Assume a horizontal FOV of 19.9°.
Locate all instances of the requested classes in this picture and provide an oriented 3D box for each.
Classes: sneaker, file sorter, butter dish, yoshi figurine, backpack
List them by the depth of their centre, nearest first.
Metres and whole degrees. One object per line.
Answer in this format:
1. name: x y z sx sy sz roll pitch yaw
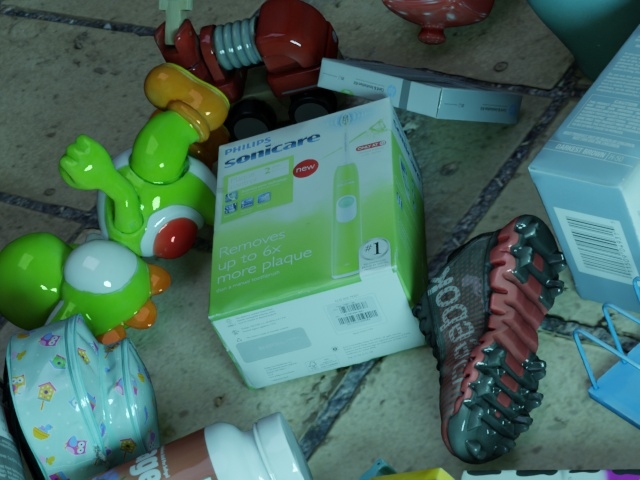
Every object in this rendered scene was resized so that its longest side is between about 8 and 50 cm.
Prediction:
1. file sorter: 0.334 0.085 1.682 0.170 0.104 0.118 -39 40 -15
2. sneaker: 0.150 0.101 1.776 0.135 0.097 0.276 -12 46 35
3. backpack: -0.241 0.170 1.839 0.144 0.188 0.166 -21 38 8
4. yoshi figurine: -0.252 -0.025 2.068 0.203 0.203 0.362 -4 52 51
5. butter dish: 0.141 -0.296 2.210 0.160 0.160 0.118 7 88 31

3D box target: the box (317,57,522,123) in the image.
1. box: 0.112 -0.170 2.075 0.186 0.038 0.145 20 14 41

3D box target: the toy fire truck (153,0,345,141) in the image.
1. toy fire truck: -0.102 -0.252 2.188 0.217 0.246 0.158 -12 41 18

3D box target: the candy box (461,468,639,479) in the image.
1. candy box: 0.222 0.277 1.555 0.233 0.071 0.159 -3 45 26

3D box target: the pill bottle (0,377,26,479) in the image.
1. pill bottle: -0.382 0.216 1.830 0.162 0.162 0.278 -21 58 6

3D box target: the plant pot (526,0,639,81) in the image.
1. plant pot: 0.337 -0.318 2.009 0.272 0.255 0.271 -16 40 14

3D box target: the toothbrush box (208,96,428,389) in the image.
1. toothbrush box: 0.000 0.000 1.951 0.206 0.122 0.283 -15 39 14

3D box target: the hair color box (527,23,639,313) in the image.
1. hair color box: 0.372 -0.122 1.827 0.114 0.185 0.374 16 54 41

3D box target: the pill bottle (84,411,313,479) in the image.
1. pill bottle: -0.119 0.247 1.740 0.216 0.121 0.121 -24 39 3

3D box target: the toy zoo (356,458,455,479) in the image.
1. toy zoo: 0.024 0.311 1.605 0.192 0.030 0.293 -26 33 39
